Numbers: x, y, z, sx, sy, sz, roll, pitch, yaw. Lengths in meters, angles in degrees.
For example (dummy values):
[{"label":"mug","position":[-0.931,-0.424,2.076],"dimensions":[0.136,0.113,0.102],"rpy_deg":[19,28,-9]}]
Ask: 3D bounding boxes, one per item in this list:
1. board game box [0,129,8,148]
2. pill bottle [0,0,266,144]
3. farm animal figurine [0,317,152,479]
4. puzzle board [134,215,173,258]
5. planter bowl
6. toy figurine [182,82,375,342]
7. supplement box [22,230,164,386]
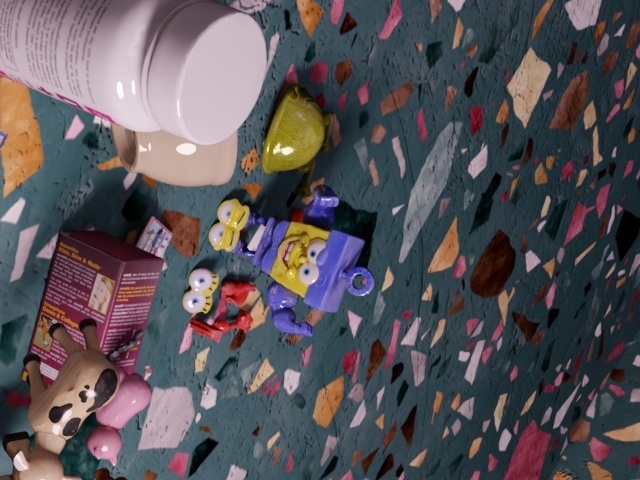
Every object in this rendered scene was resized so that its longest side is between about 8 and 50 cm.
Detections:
[{"label":"board game box","position":[-0.354,-0.071,1.644],"dimensions":[0.090,0.020,0.090],"rpy_deg":[-62,-167,-8]},{"label":"pill bottle","position":[-0.203,-0.201,1.585],"dimensions":[0.160,0.283,0.160],"rpy_deg":[-36,138,-41]},{"label":"farm animal figurine","position":[-0.309,0.277,1.752],"dimensions":[0.327,0.172,0.330],"rpy_deg":[-21,133,-12]},{"label":"puzzle board","position":[-0.222,0.038,1.965],"dimensions":[0.128,0.011,0.096],"rpy_deg":[-63,167,-7]},{"label":"planter bowl","position":[-0.176,-0.133,1.827],"dimensions":[0.109,0.162,0.162],"rpy_deg":[-13,125,-24]},{"label":"toy figurine","position":[0.000,0.000,2.117],"dimensions":[0.191,0.217,0.362],"rpy_deg":[22,91,-60]},{"label":"supplement box","position":[-0.266,0.092,1.867],"dimensions":[0.081,0.104,0.188],"rpy_deg":[-2,112,-58]}]
